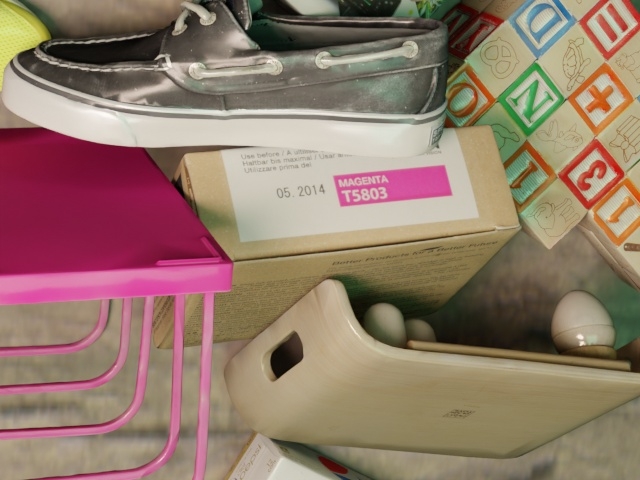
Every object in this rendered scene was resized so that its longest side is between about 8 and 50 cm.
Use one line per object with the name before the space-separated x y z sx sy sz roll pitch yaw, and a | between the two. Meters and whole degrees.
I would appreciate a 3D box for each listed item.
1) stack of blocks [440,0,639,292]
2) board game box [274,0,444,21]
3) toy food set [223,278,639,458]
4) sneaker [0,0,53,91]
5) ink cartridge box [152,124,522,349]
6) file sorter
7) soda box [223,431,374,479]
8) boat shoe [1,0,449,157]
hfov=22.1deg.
stack of blocks | 0.212 -0.077 1.305 0.171 0.087 0.297 -45 116 -1
board game box | 0.049 -0.300 1.140 0.303 0.097 0.224 -52 133 2
toy food set | 0.102 0.091 1.265 0.306 0.220 0.092 8 66 -23
sneaker | -0.279 -0.136 1.103 0.208 0.094 0.081 6 104 -23
ink cartridge box | 0.000 0.000 1.193 0.234 0.193 0.088 -6 70 -19
file sorter | -0.199 0.051 1.089 0.202 0.291 0.182 -2 111 -19
soda box | 0.024 0.234 1.352 0.216 0.069 0.074 29 95 -27
boat shoe | -0.063 -0.122 1.099 0.301 0.108 0.102 5 118 2
